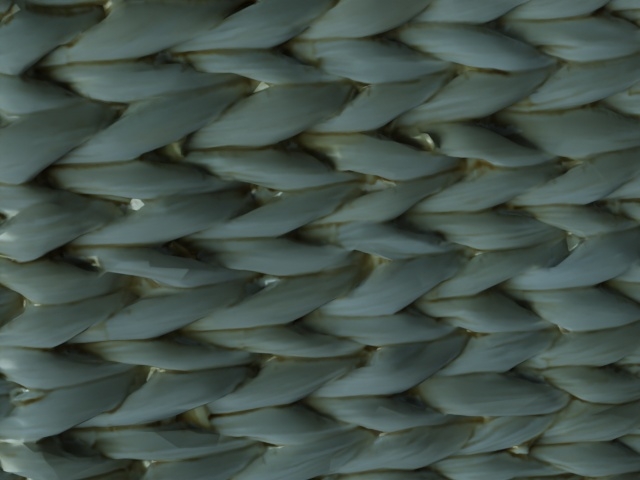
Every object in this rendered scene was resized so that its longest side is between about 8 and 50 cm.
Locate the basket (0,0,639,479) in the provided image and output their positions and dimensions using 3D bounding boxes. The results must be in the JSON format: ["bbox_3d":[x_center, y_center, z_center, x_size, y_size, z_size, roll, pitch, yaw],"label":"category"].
[{"bbox_3d":[0.000,0.000,0.650,0.331,0.328,0.266,-129,35,-67],"label":"basket"}]
